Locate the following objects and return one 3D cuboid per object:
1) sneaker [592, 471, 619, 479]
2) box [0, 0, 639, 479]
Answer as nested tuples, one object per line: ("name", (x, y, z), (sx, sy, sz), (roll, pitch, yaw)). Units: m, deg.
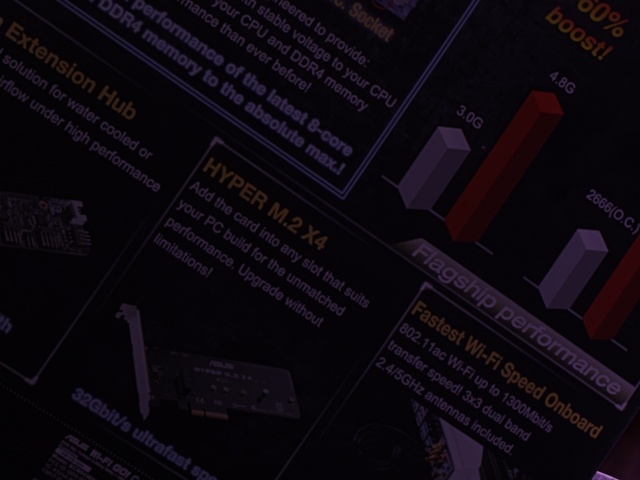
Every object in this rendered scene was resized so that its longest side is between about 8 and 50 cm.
("sneaker", (0.090, 0.101, 0.802), (0.299, 0.112, 0.121), (35, 1, -41))
("box", (-0.042, -0.062, 0.363), (0.307, 0.242, 0.076), (34, -1, -12))
